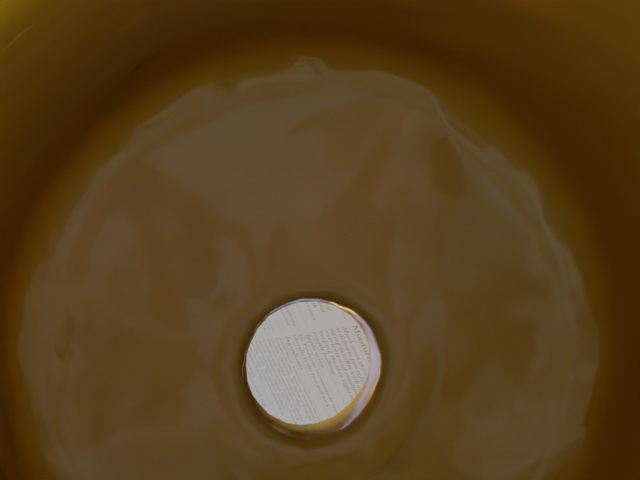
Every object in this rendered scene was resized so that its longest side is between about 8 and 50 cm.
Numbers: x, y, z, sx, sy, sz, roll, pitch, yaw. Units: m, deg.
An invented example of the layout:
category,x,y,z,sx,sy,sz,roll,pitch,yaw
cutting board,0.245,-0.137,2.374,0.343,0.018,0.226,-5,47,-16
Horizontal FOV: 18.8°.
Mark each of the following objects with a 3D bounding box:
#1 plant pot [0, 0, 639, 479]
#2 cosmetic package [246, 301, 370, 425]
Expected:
category,x,y,z,sx,sy,sz,roll,pitch,yaw
plant pot,0.012,0.033,0.368,0.254,0.239,0.254,0,-87,-7
cosmetic package,0.000,0.000,0.561,0.060,0.099,0.239,-38,-71,-44
